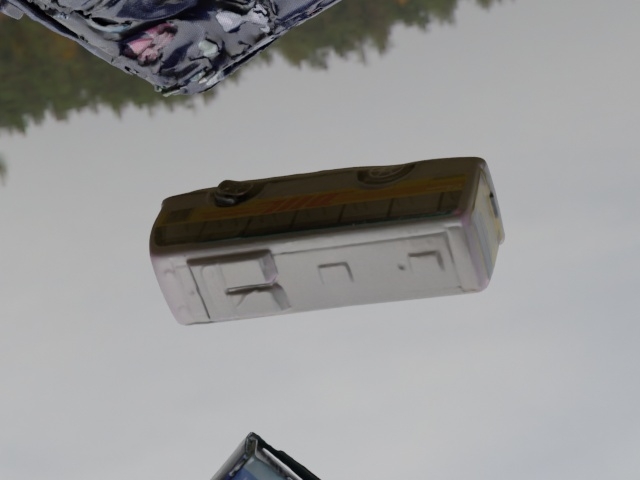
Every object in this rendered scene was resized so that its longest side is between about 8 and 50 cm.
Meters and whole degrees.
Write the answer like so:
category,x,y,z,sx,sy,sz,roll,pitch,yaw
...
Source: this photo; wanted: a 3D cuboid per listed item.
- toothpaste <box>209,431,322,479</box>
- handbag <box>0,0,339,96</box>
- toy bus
category,x,y,z,sx,sy,sz,roll,pitch,yaw
toothpaste,0.058,0.181,0.505,0.066,0.272,0.053,-49,-177,0
handbag,-0.041,-0.159,0.590,0.260,0.113,0.162,-27,140,31
toy bus,0.000,0.000,0.676,0.172,0.057,0.072,-8,-149,18
